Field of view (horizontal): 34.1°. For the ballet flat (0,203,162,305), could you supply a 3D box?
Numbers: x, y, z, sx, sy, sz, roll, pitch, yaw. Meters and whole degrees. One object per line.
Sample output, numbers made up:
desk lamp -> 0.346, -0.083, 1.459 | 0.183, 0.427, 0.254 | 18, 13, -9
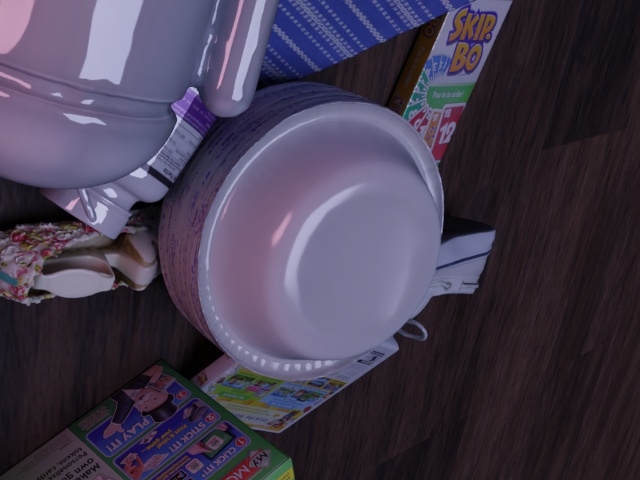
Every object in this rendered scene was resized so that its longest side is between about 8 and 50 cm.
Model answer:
ballet flat -> -0.205, 0.021, 0.982 | 0.241, 0.077, 0.091 | -13, 129, -46

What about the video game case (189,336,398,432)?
video game case -> -0.041, 0.158, 1.245 | 0.206, 0.026, 0.227 | -38, 149, 18

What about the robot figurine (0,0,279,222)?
robot figurine -> -0.179, -0.188, 0.757 | 0.300, 0.200, 0.353 | 16, 104, -11

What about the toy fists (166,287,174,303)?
toy fists -> -0.052, -0.030, 1.119 | 0.142, 0.096, 0.279 | 23, 98, -45

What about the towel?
towel -> 0.021, -0.256, 0.896 | 0.243, 0.336, 0.040 | 38, 40, -49

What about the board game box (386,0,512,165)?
board game box -> 0.157, -0.224, 1.285 | 0.124, 0.039, 0.259 | 11, 103, -54

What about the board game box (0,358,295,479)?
board game box -> -0.212, 0.269, 1.034 | 0.317, 0.213, 0.046 | -35, 138, -29

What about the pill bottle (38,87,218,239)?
pill bottle -> -0.160, -0.102, 0.921 | 0.193, 0.108, 0.108 | -56, 144, -4

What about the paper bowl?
paper bowl -> 0.000, 0.000, 1.001 | 0.284, 0.148, 0.284 | -15, 119, -29

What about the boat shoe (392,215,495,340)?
boat shoe -> 0.098, 0.059, 1.326 | 0.367, 0.136, 0.156 | -9, 112, -56
